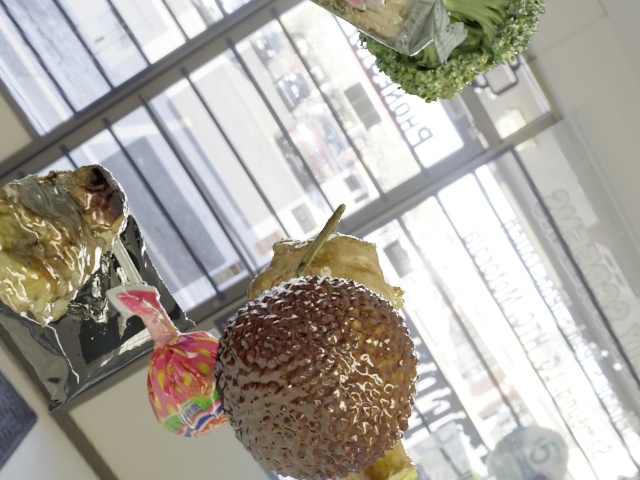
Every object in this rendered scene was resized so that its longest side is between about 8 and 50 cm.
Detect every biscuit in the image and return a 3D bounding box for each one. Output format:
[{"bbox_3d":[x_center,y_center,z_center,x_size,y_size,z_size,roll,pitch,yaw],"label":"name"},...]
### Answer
[{"bbox_3d":[0.020,-0.291,0.723,0.309,0.079,0.186,31,27,3],"label":"biscuit"}]

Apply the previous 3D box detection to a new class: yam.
[{"bbox_3d":[0.000,0.000,0.801,0.014,0.107,0.014,31,14,-8],"label":"yam"}]

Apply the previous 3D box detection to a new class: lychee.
[{"bbox_3d":[-0.003,0.123,0.598,0.194,0.194,0.194,58,7,-11],"label":"lychee"}]

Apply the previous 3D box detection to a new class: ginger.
[{"bbox_3d":[-0.005,0.152,0.843,0.375,0.236,0.166,-91,-175,-48],"label":"ginger"}]

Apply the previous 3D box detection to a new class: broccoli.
[{"bbox_3d":[0.228,-0.383,1.242,0.375,0.302,0.249,9,-60,40],"label":"broccoli"}]

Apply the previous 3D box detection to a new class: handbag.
[{"bbox_3d":[-0.346,0.104,1.023,0.088,0.254,0.211,-11,-72,59],"label":"handbag"}]

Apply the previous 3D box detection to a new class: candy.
[{"bbox_3d":[-0.216,0.074,0.842,0.365,0.124,0.124,59,6,7],"label":"candy"}]

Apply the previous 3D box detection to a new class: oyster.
[{"bbox_3d":[-0.266,-0.019,0.659,0.161,0.107,0.233,50,15,-5],"label":"oyster"}]
